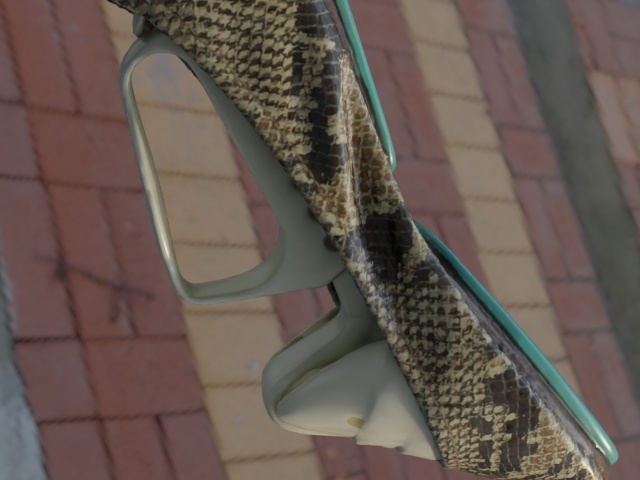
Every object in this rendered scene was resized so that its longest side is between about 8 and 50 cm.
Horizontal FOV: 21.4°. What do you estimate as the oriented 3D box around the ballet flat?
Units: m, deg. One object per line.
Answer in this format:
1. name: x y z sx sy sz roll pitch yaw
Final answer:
1. ballet flat: 0.000 0.000 1.031 0.483 0.182 0.164 59 -8 -20
